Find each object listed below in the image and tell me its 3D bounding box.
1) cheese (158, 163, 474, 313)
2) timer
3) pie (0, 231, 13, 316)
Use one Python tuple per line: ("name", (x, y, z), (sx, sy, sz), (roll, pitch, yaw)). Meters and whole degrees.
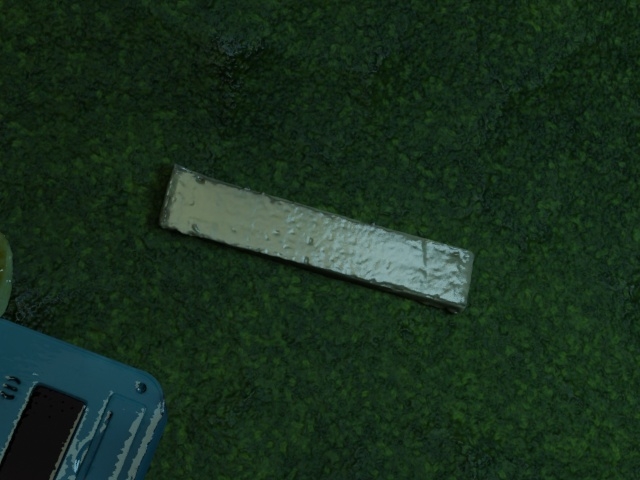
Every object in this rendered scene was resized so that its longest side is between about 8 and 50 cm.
("cheese", (0.000, 0.001, 1.918), (0.400, 0.034, 0.085), (17, 75, -11))
("timer", (-0.321, 0.230, 1.778), (0.250, 0.091, 0.232), (22, 75, 2))
("pie", (-0.452, 0.032, 1.739), (0.240, 0.054, 0.240), (17, 52, -23))
